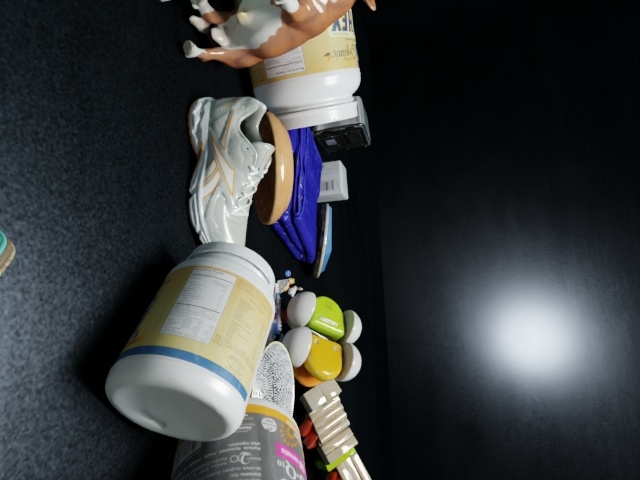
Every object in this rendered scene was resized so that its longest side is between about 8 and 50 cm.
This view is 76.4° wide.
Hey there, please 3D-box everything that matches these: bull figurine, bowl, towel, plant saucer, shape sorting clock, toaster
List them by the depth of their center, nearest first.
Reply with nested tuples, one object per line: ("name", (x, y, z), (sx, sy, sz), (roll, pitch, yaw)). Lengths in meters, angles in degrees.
("bull figurine", (-0.066, -0.351, 0.620), (0.188, 0.311, 0.101), (-22, 95, -57))
("bowl", (-0.108, 0.250, 0.657), (0.170, 0.080, 0.169), (-6, 90, -75))
("plant saucer", (-0.088, -0.127, 0.730), (0.200, 0.037, 0.199), (176, -90, -70))
("towel", (-0.043, -0.124, 1.014), (0.227, 0.077, 0.307), (59, 30, -56))
("shape sorting clock", (0.000, 0.000, 1.105), (0.206, 0.041, 0.205), (-176, -90, -84))
("toaster", (0.064, -0.369, 1.311), (0.186, 0.168, 0.110), (30, 54, -72))

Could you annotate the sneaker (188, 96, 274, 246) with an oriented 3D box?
("sneaker", (-0.128, -0.100, 0.624), (0.099, 0.121, 0.261), (-2, 87, -73))

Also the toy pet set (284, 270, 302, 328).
("toy pet set", (-0.040, 0.146, 0.955), (0.122, 0.065, 0.114), (66, 24, -47))

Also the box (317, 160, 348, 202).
("box", (0.023, -0.174, 1.215), (0.087, 0.101, 0.101), (31, 55, -71))

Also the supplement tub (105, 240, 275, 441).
("supplement tub", (-0.136, 0.111, 0.483), (0.199, 0.145, 0.144), (-77, 156, -49))

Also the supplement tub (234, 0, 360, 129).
("supplement tub", (-0.041, -0.398, 0.832), (0.228, 0.229, 0.315), (-57, 139, -65))

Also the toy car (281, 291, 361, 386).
("toy car", (-0.010, 0.203, 0.818), (0.159, 0.136, 0.181), (26, 44, -21))

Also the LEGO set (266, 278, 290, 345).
("LEGO set", (-0.089, 0.194, 0.792), (0.182, 0.060, 0.244), (-69, 149, -65))

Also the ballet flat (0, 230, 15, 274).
("ballet flat", (-0.266, 0.061, 0.223), (0.206, 0.073, 0.067), (-61, 170, -59))

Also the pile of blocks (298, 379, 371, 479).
("pile of blocks", (0.003, 0.469, 0.982), (0.113, 0.149, 0.361), (-23, 102, -28))

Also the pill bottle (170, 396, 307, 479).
("pill bottle", (-0.085, 0.317, 0.421), (0.278, 0.162, 0.162), (-114, -169, -65))
